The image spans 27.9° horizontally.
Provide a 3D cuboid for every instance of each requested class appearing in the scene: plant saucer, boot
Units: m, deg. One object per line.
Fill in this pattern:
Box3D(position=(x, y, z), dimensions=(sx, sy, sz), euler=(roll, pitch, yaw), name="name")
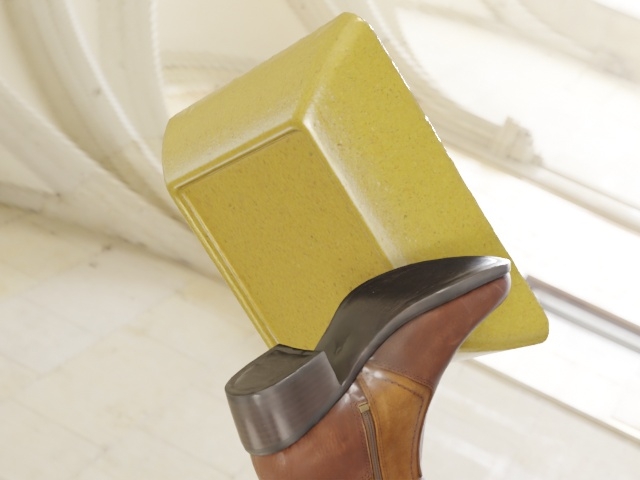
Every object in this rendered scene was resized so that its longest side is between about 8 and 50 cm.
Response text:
Box3D(position=(0.000, 0.000, 1.182), dimensions=(0.081, 0.333, 0.332), euler=(-39, 11, -37), name="plant saucer")
Box3D(position=(0.082, 0.176, 1.005), dimensions=(0.264, 0.096, 0.280), euler=(-34, -69, -31), name="boot")
